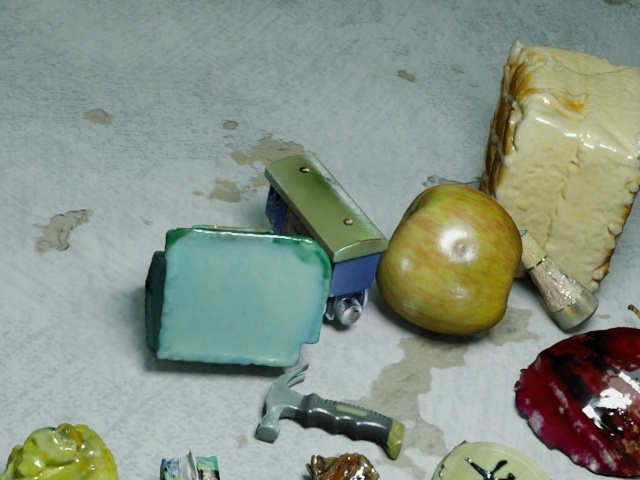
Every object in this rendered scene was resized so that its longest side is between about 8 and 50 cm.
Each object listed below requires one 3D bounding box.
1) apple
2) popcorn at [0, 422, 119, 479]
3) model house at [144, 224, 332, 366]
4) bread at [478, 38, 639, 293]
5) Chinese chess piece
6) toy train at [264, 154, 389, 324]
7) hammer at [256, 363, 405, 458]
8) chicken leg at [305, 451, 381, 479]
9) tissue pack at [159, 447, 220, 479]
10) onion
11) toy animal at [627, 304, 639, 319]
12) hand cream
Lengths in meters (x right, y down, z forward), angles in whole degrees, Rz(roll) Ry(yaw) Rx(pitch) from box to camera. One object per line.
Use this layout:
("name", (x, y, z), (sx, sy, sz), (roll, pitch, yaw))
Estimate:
("apple", (0.235, 0.039, 2.070), (0.264, 0.264, 0.264), (8, 37, -6))
("popcorn", (-0.362, 0.333, 1.614), (0.173, 0.142, 0.173), (17, 52, -23))
("model house", (-0.145, 0.071, 1.977), (0.280, 0.230, 0.249), (6, 12, -12))
("bread", (0.458, -0.142, 2.267), (0.279, 0.371, 0.390), (12, 37, 2))
("Chinese chess piece", (0.255, 0.383, 1.754), (0.188, 0.083, 0.188), (8, 34, -6))
("toy train", (0.000, 0.000, 2.089), (0.131, 0.202, 0.300), (-11, 42, -29))
("hammer", (0.023, 0.278, 1.863), (0.226, 0.041, 0.159), (16, 38, 6))
("chicken leg", (0.006, 0.381, 1.701), (0.125, 0.080, 0.196), (17, 43, 24))
("tissue pack", (-0.180, 0.355, 1.668), (0.085, 0.079, 0.111), (0, 38, -14))
("onion", (0.481, 0.249, 1.948), (0.280, 0.146, 0.314), (-16, 49, -27))
("toy animal", (0.618, 0.190, 2.084), (0.114, 0.116, 0.255), (-13, 43, -32))
("hand cream", (0.412, 0.066, 2.144), (0.203, 0.084, 0.084), (49, 40, -5))
